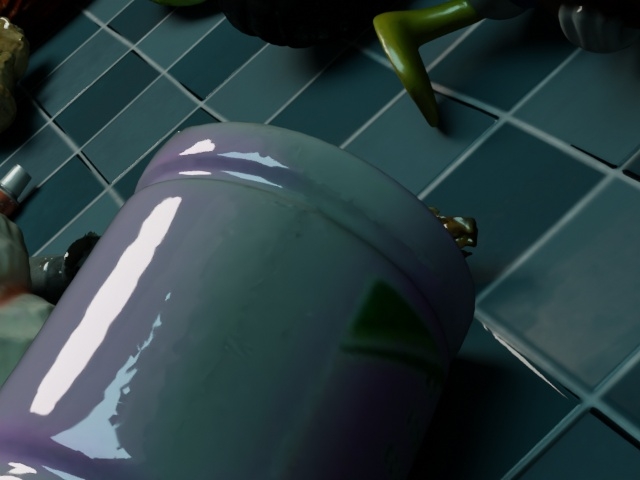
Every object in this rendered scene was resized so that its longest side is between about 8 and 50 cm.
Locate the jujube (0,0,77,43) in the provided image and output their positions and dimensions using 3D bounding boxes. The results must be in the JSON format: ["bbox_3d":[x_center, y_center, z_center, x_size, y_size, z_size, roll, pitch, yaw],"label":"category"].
[{"bbox_3d":[-0.399,-0.341,1.570,0.168,0.168,0.236,26,85,55],"label":"jujube"}]

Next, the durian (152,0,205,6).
[{"bbox_3d":[-0.159,-0.323,1.344,0.139,0.101,0.250,-12,24,-24],"label":"durian"}]

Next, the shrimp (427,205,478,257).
[{"bbox_3d":[0.000,0.000,0.830,0.287,0.063,0.152,-12,30,38],"label":"shrimp"}]

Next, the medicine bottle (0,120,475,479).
[{"bbox_3d":[-0.069,0.120,0.607,0.212,0.212,0.325,-6,45,42],"label":"medicine bottle"}]

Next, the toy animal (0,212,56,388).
[{"bbox_3d":[-0.263,0.086,0.896,0.308,0.188,0.266,116,158,-53],"label":"toy animal"}]

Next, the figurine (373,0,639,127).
[{"bbox_3d":[0.186,-0.229,0.796,0.338,0.204,0.283,-25,12,3],"label":"figurine"}]

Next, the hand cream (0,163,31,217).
[{"bbox_3d":[-0.367,0.012,1.211,0.216,0.038,0.052,-55,11,-12],"label":"hand cream"}]

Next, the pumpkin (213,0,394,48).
[{"bbox_3d":[-0.013,-0.258,1.063,0.194,0.150,0.194,-21,48,25],"label":"pumpkin"}]

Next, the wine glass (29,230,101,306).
[{"bbox_3d":[-0.239,0.039,1.010,0.155,0.072,0.072,-10,43,38],"label":"wine glass"}]

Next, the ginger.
[{"bbox_3d":[-0.419,-0.178,1.413,0.270,0.123,0.219,18,66,42],"label":"ginger"}]
